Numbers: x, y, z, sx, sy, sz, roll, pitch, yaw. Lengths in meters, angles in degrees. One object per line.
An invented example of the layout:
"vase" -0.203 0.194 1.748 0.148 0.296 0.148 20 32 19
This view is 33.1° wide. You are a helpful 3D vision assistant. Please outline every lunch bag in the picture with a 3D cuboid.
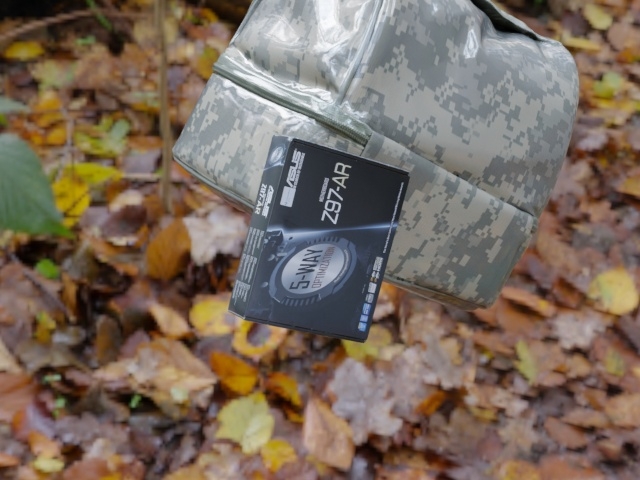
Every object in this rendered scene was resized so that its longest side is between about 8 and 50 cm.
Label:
"lunch bag" 0.068 -0.107 0.916 0.305 0.256 0.212 23 8 -41

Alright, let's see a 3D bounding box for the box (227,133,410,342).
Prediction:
"box" 0.000 0.000 0.488 0.067 0.083 0.018 15 1 -31
